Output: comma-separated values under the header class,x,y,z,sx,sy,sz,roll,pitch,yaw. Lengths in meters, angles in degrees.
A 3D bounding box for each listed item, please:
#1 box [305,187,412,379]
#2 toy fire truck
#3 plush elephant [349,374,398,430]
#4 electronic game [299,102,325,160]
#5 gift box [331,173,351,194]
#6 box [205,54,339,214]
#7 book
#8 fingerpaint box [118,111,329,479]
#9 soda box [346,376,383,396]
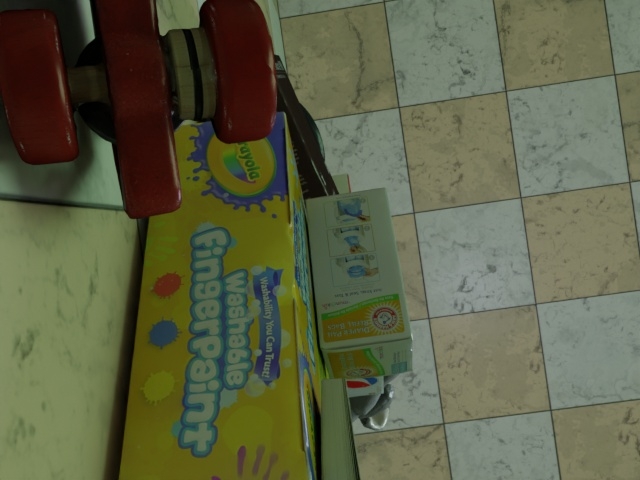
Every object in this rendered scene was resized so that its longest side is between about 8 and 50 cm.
class,x,y,z,sx,sy,sz,roll,pitch,yaw
box,0.047,0.055,0.822,0.114,0.103,0.203,77,6,-58
toy fire truck,-0.151,-0.172,0.520,0.254,0.169,0.302,-161,-118,-73
plush elephant,0.053,0.376,1.723,0.255,0.271,0.330,-36,138,-79
electronic game,-0.083,-0.177,1.309,0.048,0.229,0.229,-29,117,-45
gift box,0.000,0.000,1.706,0.276,0.258,0.255,74,9,-61
box,-0.063,-0.117,1.152,0.191,0.143,0.381,-77,142,-75
book,0.017,0.211,0.602,0.144,0.035,0.096,-95,-179,-50
fingerpaint box,-0.079,0.140,0.782,0.371,0.163,0.445,79,4,-51
soda box,0.050,0.159,0.960,0.216,0.073,0.069,80,4,-59
